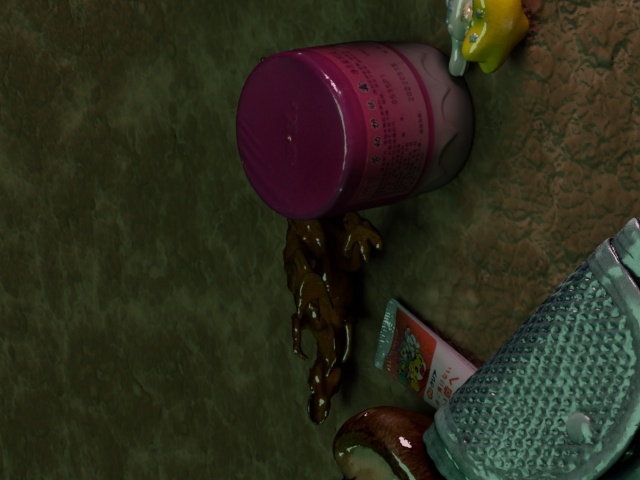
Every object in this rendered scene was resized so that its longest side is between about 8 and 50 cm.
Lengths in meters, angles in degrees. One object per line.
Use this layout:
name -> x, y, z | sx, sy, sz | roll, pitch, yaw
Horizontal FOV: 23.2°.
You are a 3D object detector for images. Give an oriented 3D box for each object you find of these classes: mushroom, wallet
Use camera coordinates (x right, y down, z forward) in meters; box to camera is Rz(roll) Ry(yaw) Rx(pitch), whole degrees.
mushroom -> 0.106, 0.286, 1.702 | 0.194, 0.138, 0.231 | 8, 116, 34
wallet -> 0.261, 0.174, 1.496 | 0.237, 0.075, 0.342 | 51, 122, 19

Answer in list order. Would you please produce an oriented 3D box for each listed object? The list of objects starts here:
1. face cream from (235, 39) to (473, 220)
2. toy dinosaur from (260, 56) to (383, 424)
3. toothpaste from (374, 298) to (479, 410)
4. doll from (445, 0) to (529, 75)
face cream -> 0.037, -0.119, 1.622 | 0.175, 0.195, 0.175 | 15, 111, 45
toy dinosaur -> 0.000, 0.000, 1.750 | 0.208, 0.097, 0.432 | -172, 77, -79
toothpaste -> 0.140, 0.153, 1.689 | 0.234, 0.057, 0.089 | 38, 124, 44
doll -> 0.163, -0.234, 1.567 | 0.113, 0.071, 0.135 | 2, 92, 64
